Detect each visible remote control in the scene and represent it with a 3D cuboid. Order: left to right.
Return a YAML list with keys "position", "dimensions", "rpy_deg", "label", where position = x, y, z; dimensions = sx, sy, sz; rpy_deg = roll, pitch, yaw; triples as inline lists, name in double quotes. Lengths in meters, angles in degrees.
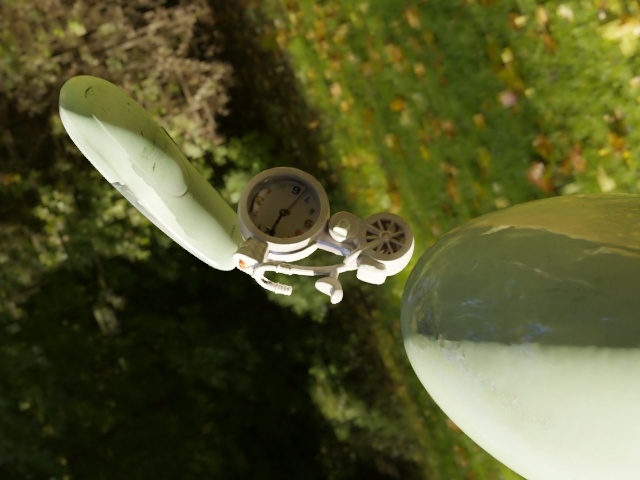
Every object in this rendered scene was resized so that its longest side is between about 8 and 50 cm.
- position: [-0.157, -0.067, 1.285]
  dimensions: [0.256, 0.045, 0.097]
  rpy_deg: [45, -141, -30]
  label: "remote control"

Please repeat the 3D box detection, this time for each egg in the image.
- position: [0.172, 0.063, 0.745]
  dimensions: [0.264, 0.183, 0.183]
  rpy_deg: [16, 147, 19]
  label: "egg"

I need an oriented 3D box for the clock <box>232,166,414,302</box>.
- position: [0.000, 0.000, 0.928]
  dimensions: [0.041, 0.129, 0.087]
  rpy_deg: [98, -168, -62]
  label: "clock"
